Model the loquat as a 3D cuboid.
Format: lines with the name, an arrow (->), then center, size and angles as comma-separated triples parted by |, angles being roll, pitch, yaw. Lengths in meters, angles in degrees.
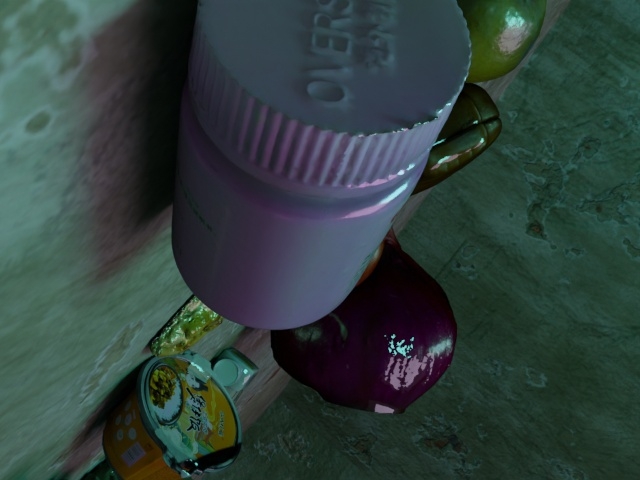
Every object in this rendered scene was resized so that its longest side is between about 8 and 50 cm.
loquat -> 0.209, -0.279, 0.959 | 0.152, 0.152, 0.195 | -46, 178, -28

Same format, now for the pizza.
pizza -> -0.165, 0.109, 0.989 | 0.099, 0.035, 0.160 | -54, 171, 20

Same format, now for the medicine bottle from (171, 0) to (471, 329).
medicine bottle -> -0.018, -0.063, 0.555 | 0.178, 0.178, 0.291 | -46, 169, -30

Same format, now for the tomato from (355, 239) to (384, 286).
tomato -> 0.000, 0.000, 0.986 | 0.167, 0.167, 0.167 | -49, 171, -10

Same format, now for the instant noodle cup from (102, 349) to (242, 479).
instant noodle cup -> -0.211, 0.260, 1.003 | 0.125, 0.177, 0.208 | -40, -171, 21

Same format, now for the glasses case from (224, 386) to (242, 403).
glasses case -> -0.254, 0.363, 1.458 | 0.314, 0.075, 0.122 | -43, 171, -44

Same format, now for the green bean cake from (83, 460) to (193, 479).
green bean cake -> -0.290, 0.421, 1.201 | 0.094, 0.173, 0.181 | -53, 169, 23

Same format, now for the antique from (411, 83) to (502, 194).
antique -> 0.154, -0.147, 1.094 | 0.223, 0.129, 0.278 | -28, 178, 3

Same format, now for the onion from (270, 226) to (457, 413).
onion -> 0.107, 0.114, 1.493 | 0.398, 0.398, 0.420 | -26, 132, -70

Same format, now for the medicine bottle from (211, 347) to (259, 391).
medicine bottle -> -0.168, 0.250, 1.427 | 0.055, 0.074, 0.118 | -50, 170, 1
